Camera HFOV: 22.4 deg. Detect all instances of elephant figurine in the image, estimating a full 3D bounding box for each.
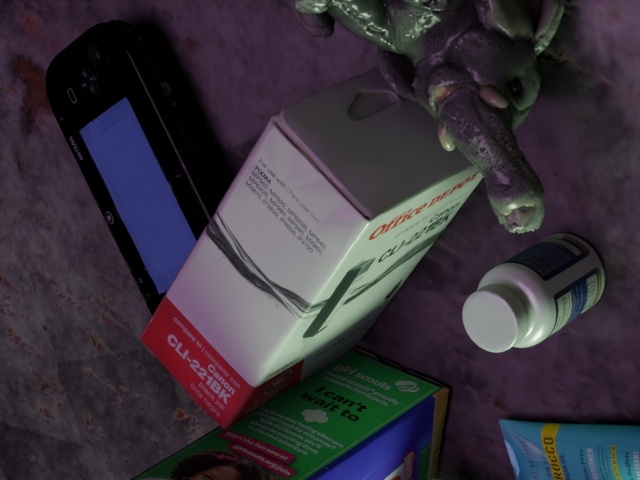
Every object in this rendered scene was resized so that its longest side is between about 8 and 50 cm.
[{"bbox_3d":[0.100,-0.150,1.201,0.239,0.186,0.169,42,172,-15],"label":"elephant figurine"}]

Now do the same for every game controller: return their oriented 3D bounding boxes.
[{"bbox_3d":[-0.156,-0.044,1.513,0.166,0.067,0.319,-26,90,44],"label":"game controller"}]

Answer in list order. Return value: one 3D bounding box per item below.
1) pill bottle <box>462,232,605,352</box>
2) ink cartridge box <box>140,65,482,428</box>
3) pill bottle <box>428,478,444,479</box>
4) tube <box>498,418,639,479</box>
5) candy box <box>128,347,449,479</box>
[{"bbox_3d":[0.162,0.042,1.241,0.067,0.120,0.067,17,118,35],"label":"pill bottle"},{"bbox_3d":[0.000,0.000,1.308,0.114,0.197,0.273,45,132,14],"label":"ink cartridge box"},{"bbox_3d":[0.167,0.289,1.343,0.221,0.121,0.121,24,122,31],"label":"pill bottle"},{"bbox_3d":[0.232,0.177,1.295,0.207,0.052,0.080,-10,95,48],"label":"tube"},{"bbox_3d":[-0.037,0.275,1.375,0.122,0.317,0.268,23,123,30],"label":"candy box"}]
